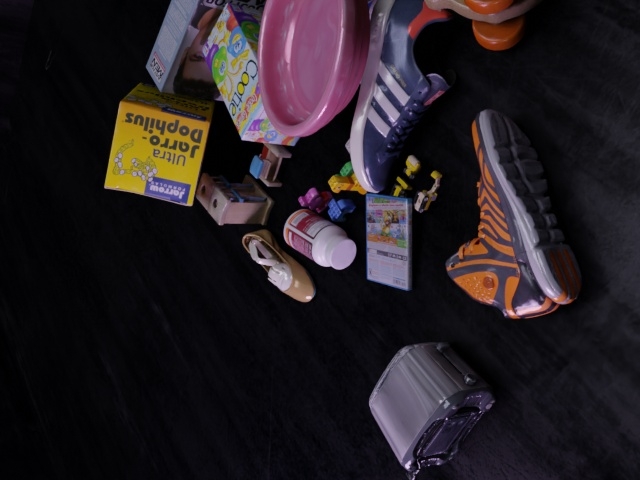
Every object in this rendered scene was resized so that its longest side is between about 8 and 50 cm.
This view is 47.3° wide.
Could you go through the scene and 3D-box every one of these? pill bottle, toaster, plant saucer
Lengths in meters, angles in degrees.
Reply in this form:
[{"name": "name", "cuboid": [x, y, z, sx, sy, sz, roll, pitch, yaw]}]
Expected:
[{"name": "pill bottle", "cuboid": [0.000, 0.000, 1.465, 0.152, 0.086, 0.086, 32, 114, 46]}, {"name": "toaster", "cuboid": [0.176, 0.277, 1.225, 0.146, 0.129, 0.227, 54, 131, 40]}, {"name": "plant saucer", "cuboid": [-0.011, -0.348, 1.296, 0.332, 0.084, 0.332, -4, 85, 61]}]

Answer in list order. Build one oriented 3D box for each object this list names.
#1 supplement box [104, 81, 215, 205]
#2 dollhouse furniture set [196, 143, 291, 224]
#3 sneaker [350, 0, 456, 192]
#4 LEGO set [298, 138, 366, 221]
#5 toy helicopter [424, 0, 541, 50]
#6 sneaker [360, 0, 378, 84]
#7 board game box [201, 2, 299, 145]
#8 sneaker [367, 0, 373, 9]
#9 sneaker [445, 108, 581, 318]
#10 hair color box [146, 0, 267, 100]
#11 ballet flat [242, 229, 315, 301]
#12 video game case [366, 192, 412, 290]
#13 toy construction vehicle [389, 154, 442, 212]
[{"name": "supplement box", "cuboid": [-0.363, -0.235, 1.700, 0.356, 0.194, 0.195, -109, 33, -70]}, {"name": "dollhouse furniture set", "cuboid": [-0.176, -0.146, 1.642, 0.129, 0.129, 0.184, 45, 124, 40]}, {"name": "sneaker", "cuboid": [0.150, -0.240, 1.268, 0.148, 0.131, 0.350, 16, 116, 22]}, {"name": "LEGO set", "cuboid": [0.035, -0.111, 1.417, 0.227, 0.093, 0.087, -52, 53, 36]}, {"name": "toy helicopter", "cuboid": [0.216, -0.476, 1.151, 0.355, 0.140, 0.235, 34, 90, 26]}, {"name": "sneaker", "cuboid": [0.128, -0.372, 1.335, 0.094, 0.080, 0.212, 45, 130, 27]}, {"name": "board game box", "cuboid": [-0.129, -0.357, 1.577, 0.144, 0.142, 0.275, -51, 53, 37]}, {"name": "sneaker", "cuboid": [0.080, -0.425, 1.376, 0.058, 0.152, 0.085, 32, 160, 17]}, {"name": "sneaker", "cuboid": [0.259, -0.030, 1.125, 0.180, 0.124, 0.321, -30, 67, 45]}, {"name": "hair color box", "cuboid": [-0.243, -0.512, 1.680, 0.114, 0.185, 0.374, 57, 130, 32]}, {"name": "ballet flat", "cuboid": [-0.099, 0.058, 1.593, 0.232, 0.073, 0.080, 45, 123, 40]}, {"name": "video game case", "cuboid": [0.126, 0.000, 1.346, 0.119, 0.015, 0.166, 13, 108, 55]}, {"name": "toy construction vehicle", "cuboid": [0.172, -0.097, 1.304, 0.086, 0.035, 0.098, 48, 133, 40]}]
